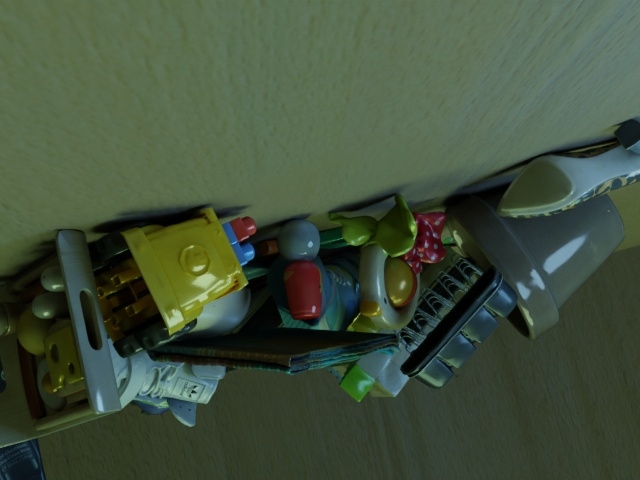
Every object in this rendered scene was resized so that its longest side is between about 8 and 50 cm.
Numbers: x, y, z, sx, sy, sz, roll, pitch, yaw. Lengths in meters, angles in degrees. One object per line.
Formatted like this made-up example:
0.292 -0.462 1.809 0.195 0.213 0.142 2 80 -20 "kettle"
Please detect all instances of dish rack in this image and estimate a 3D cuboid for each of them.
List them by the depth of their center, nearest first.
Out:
0.197 0.111 1.473 0.208 0.074 0.271 -48 -164 5 "dish rack"

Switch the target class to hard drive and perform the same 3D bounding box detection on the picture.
-0.185 0.188 1.916 0.237 0.064 0.339 -48 -168 -35 "hard drive"

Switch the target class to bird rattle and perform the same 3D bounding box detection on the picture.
0.107 0.037 1.448 0.143 0.207 0.253 1 167 22 "bird rattle"

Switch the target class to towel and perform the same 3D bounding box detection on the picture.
-0.063 0.178 1.511 0.271 0.040 0.370 0 179 30 "towel"

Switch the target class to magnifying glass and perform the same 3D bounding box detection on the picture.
0.000 0.000 1.548 0.231 0.026 0.092 -7 168 -37 "magnifying glass"

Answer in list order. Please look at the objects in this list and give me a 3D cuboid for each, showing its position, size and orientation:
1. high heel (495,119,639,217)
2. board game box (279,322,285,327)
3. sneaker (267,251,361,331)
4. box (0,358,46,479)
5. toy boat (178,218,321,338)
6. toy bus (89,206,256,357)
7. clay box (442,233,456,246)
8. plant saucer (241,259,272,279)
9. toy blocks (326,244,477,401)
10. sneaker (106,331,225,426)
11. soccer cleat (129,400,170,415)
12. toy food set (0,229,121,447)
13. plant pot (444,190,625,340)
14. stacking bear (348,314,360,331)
0.411 -0.090 1.422 0.261 0.093 0.186 -31 157 30 "high heel"
-0.096 0.184 2.175 0.213 0.046 0.317 -24 -178 42 "board game box"
0.014 0.067 1.747 0.208 0.127 0.319 -48 154 -24 "sneaker"
-0.701 0.421 1.795 0.293 0.396 0.212 -12 169 -22 "box"
-0.148 0.061 1.400 0.318 0.148 0.267 -9 167 13 "toy boat"
-0.186 0.039 1.205 0.211 0.149 0.220 -28 -179 -33 "toy bus"
0.329 -0.040 1.734 0.222 0.053 0.127 -13 171 -2 "clay box"
-0.140 0.051 1.650 0.067 0.018 0.192 -18 169 17 "plant saucer"
0.156 0.164 1.820 0.381 0.190 0.261 -50 -176 -15 "toy blocks"
-0.280 0.218 1.502 0.137 0.210 0.366 -59 177 18 "sneaker"
-0.396 0.247 1.869 0.121 0.093 0.289 -34 119 27 "soccer cleat"
-0.367 0.135 1.173 0.092 0.220 0.306 -6 168 -42 "toy food set"
0.371 -0.002 1.555 0.229 0.263 0.263 -34 171 -2 "plant pot"
0.067 0.123 1.992 0.289 0.175 0.164 10 -162 -43 "stacking bear"
